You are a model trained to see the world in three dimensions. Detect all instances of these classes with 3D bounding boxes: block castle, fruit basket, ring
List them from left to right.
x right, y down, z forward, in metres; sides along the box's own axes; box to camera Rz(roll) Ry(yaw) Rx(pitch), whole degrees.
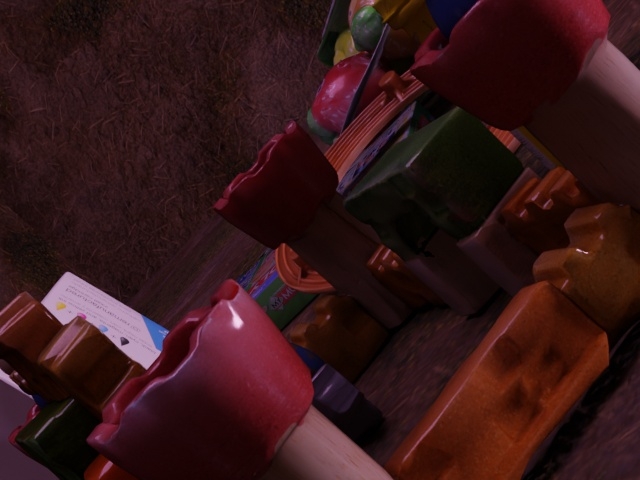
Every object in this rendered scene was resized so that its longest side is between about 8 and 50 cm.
[{"bbox_3d":[-0.023,0.031,0.722,0.303,0.213,0.453,-50,8,-18],"label":"block castle"},{"bbox_3d":[0.053,-0.223,1.642,0.353,0.165,0.327,-61,-4,-30],"label":"fruit basket"},{"bbox_3d":[0.076,-0.089,1.191,0.336,0.032,0.336,-38,23,20],"label":"ring"}]

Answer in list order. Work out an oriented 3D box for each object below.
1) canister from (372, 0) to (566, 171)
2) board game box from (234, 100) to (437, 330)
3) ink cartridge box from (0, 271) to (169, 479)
[{"bbox_3d":[0.129,-0.138,0.900,0.073,0.170,0.126,-42,9,33],"label":"canister"},{"bbox_3d":[0.000,0.000,1.379,0.317,0.046,0.213,-45,7,18],"label":"board game box"},{"bbox_3d":[-0.225,0.172,1.176,0.168,0.171,0.232,-57,5,19],"label":"ink cartridge box"}]
